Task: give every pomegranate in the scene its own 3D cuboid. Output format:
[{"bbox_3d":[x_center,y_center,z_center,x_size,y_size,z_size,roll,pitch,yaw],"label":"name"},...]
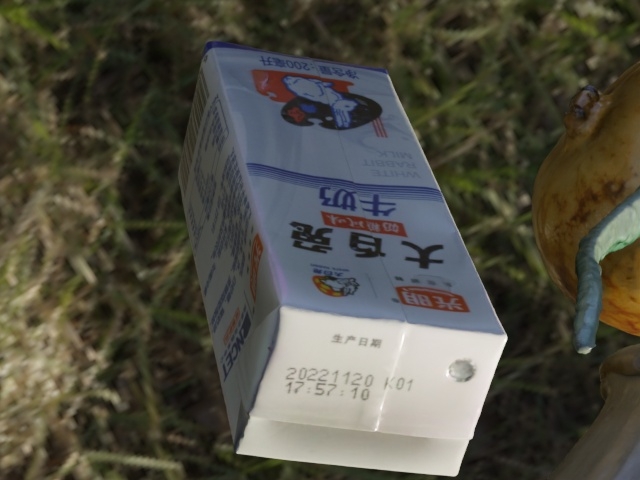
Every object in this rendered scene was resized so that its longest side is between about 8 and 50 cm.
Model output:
[{"bbox_3d":[0.288,-0.042,1.452,0.248,0.248,0.248,19,59,-34],"label":"pomegranate"}]

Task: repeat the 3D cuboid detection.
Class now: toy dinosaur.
[{"bbox_3d":[0.187,-0.070,0.874,0.383,0.076,0.129,-25,128,-54],"label":"toy dinosaur"}]

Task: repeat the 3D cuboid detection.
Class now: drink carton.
[{"bbox_3d":[0.000,0.000,1.041,0.130,0.107,0.315,7,29,-15],"label":"drink carton"}]

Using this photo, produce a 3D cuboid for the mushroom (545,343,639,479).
[{"bbox_3d":[0.111,0.152,0.762,0.247,0.096,0.108,-52,135,-30],"label":"mushroom"}]
